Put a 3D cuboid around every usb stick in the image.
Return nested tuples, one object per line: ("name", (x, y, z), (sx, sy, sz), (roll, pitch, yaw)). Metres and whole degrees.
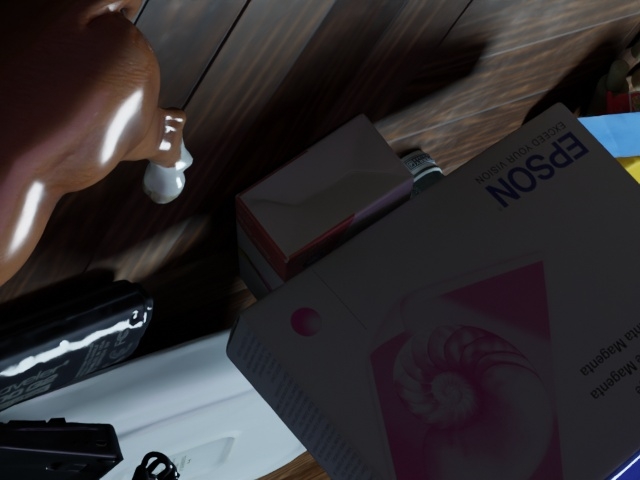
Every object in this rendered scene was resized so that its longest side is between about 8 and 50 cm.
("usb stick", (-0.222, 0.087, 0.940), (0.278, 0.045, 0.077), (-21, 153, -44))

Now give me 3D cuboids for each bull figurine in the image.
("bull figurine", (-0.193, 0.000, 0.673), (0.310, 0.101, 0.188), (-35, 167, -2))

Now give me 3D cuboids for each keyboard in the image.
("keyboard", (-0.212, 0.182, 1.037), (0.201, 0.033, 0.317), (10, 152, -27))

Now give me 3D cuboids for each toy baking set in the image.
("toy baking set", (0.334, -0.166, 1.449), (0.196, 0.030, 0.256), (-34, 163, -15))

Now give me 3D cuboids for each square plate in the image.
("square plate", (-0.125, 0.164, 1.200), (0.344, 0.049, 0.347), (-18, 159, -18))

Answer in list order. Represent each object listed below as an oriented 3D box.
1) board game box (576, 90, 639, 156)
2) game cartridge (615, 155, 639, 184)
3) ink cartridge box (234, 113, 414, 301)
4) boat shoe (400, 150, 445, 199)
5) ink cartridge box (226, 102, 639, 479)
("board game box", (0.267, -0.110, 1.376), (0.168, 0.033, 0.133), (-4, 166, 18))
("game cartridge", (0.279, -0.023, 1.659), (0.285, 0.053, 0.324), (-26, 160, -44))
("ink cartridge box", (0.000, 0.000, 1.131), (0.115, 0.067, 0.198), (-34, 162, -15))
("boat shoe", (0.052, 0.016, 1.276), (0.077, 0.070, 0.219), (-26, 160, -35))
("ink cartridge box", (0.160, 0.100, 1.039), (0.324, 0.330, 0.071), (-34, 162, -29))
